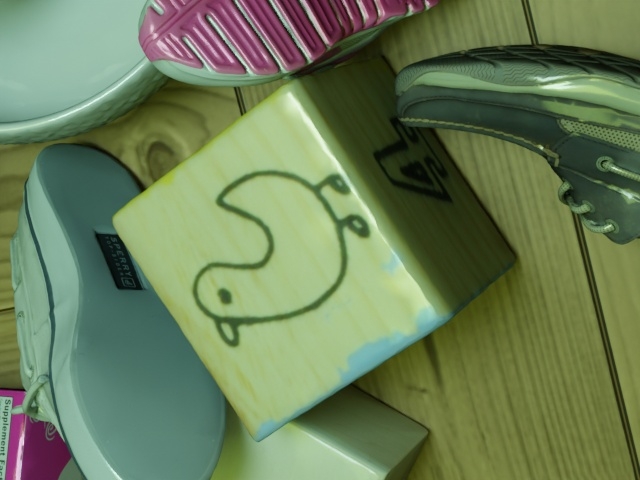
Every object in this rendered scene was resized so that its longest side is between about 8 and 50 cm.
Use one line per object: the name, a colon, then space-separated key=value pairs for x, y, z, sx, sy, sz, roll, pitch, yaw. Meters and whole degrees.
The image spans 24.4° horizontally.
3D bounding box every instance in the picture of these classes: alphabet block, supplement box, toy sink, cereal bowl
alphabet block: x=0.000 y=0.000 z=1.107 sx=0.192 sy=0.193 sz=0.197 roll=-35 pitch=87 yaw=23
supplement box: x=-0.327 y=0.183 z=1.313 sx=0.220 sy=0.111 sz=0.114 roll=3 pitch=84 yaw=21
toy sink: x=-0.038 y=0.229 z=1.209 sx=0.153 sy=0.131 sz=0.234 roll=28 pitch=108 yaw=14
cereal bowl: x=-0.218 y=-0.232 z=1.143 sx=0.339 sy=0.141 sz=0.339 roll=-2 pitch=82 yaw=11

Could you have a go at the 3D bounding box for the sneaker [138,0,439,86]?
sneaker: x=-0.028 y=-0.154 z=1.048 sx=0.111 sy=0.252 sz=0.103 roll=-32 pitch=80 yaw=50

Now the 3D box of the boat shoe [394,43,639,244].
boat shoe: x=0.217 y=-0.060 z=1.038 sx=0.355 sy=0.132 sz=0.130 roll=10 pitch=106 yaw=21

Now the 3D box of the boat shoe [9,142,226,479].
boat shoe: x=-0.187 y=0.096 z=1.170 sx=0.156 sy=0.136 sz=0.367 roll=-58 pitch=41 yaw=33
